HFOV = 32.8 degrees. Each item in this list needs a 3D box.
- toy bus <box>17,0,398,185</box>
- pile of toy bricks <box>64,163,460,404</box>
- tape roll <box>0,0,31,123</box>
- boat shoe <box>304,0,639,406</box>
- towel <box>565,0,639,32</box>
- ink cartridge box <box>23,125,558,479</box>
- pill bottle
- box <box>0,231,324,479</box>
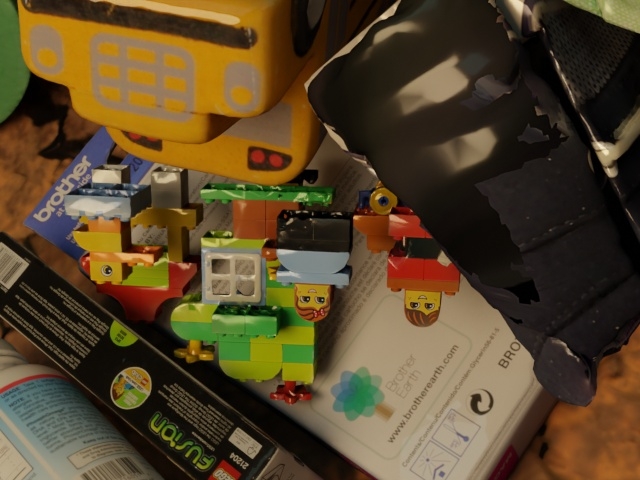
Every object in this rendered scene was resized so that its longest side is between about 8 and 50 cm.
[{"bbox_3d":[-0.027,-0.136,0.547,0.108,0.130,0.332,13,36,9],"label":"toy bus"},{"bbox_3d":[-0.024,0.026,0.520,0.212,0.118,0.105,2,104,8],"label":"pile of toy bricks"},{"bbox_3d":[-0.331,-0.162,0.652,0.321,0.321,0.077,-7,62,16],"label":"tape roll"},{"bbox_3d":[0.124,-0.047,0.489,0.127,0.340,0.158,-36,87,33],"label":"boat shoe"},{"bbox_3d":[0.261,-0.115,0.401,0.325,0.038,0.248,24,66,-4],"label":"towel"},{"bbox_3d":[0.000,0.000,0.603,0.311,0.065,0.185,30,77,26],"label":"ink cartridge box"},{"bbox_3d":[-0.148,0.123,0.578,0.087,0.087,0.160,-47,58,-8],"label":"pill bottle"},{"bbox_3d":[-0.086,0.078,0.563,0.207,0.114,0.036,32,78,30],"label":"box"}]
